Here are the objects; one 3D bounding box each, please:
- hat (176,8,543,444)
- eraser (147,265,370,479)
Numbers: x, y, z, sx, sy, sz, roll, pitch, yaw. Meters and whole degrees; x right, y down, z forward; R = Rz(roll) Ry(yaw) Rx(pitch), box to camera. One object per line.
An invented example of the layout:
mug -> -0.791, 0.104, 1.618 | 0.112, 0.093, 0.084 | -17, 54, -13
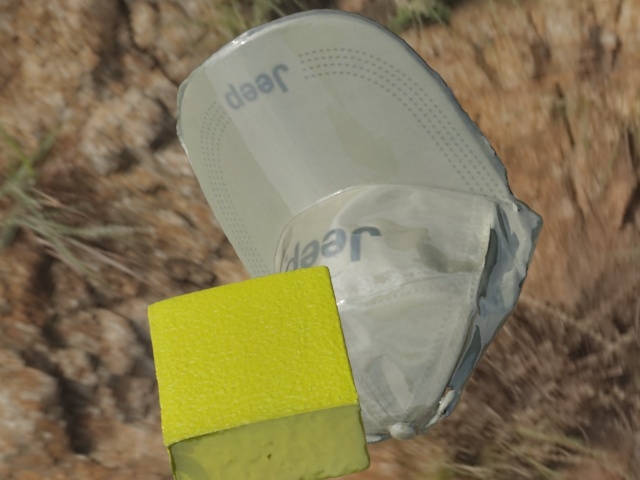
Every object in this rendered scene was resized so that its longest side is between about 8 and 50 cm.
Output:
hat -> 0.000, 0.000, 1.219 | 0.214, 0.149, 0.244 | -32, 112, 32
eraser -> -0.031, 0.070, 0.974 | 0.097, 0.122, 0.045 | -12, 123, -2
